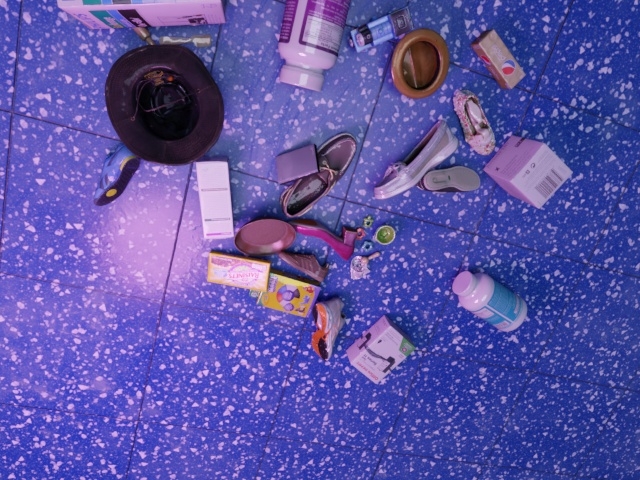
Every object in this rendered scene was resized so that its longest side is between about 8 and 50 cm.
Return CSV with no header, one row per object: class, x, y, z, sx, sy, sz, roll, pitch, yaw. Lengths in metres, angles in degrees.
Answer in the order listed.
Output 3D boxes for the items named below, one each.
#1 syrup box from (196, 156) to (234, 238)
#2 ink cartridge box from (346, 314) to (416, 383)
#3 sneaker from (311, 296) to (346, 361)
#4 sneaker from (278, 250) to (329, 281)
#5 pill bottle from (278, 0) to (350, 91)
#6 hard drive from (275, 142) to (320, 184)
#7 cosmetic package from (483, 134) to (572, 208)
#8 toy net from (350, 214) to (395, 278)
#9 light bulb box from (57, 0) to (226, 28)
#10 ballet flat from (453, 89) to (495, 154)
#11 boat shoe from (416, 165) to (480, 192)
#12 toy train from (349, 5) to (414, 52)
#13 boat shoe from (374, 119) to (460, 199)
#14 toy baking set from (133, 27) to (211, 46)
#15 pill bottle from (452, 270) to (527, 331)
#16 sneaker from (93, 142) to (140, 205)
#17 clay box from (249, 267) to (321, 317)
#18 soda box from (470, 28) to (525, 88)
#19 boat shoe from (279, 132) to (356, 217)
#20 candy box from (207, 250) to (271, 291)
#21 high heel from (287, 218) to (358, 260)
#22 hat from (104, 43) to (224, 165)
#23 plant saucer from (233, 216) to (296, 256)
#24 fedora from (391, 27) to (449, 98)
syrup box,-0.320,-0.131,1.367,0.096,0.093,0.237,-3,110,-8
ink cartridge box,0.222,0.405,1.652,0.153,0.087,0.208,41,100,-19
sneaker,0.042,0.318,1.591,0.120,0.099,0.263,-22,131,-33
sneaker,-0.055,0.070,1.508,0.188,0.066,0.071,32,86,-23
pill bottle,-0.022,-0.573,1.214,0.169,0.169,0.302,11,108,-13
hard drive,-0.069,-0.231,1.356,0.135,0.022,0.094,-14,72,21
cosmetic package,0.663,-0.226,1.440,0.151,0.184,0.151,35,101,-19
toy net,0.156,0.036,1.529,0.122,0.045,0.232,23,105,-16
light bulb box,-0.428,-0.716,1.052,0.360,0.225,0.359,-7,104,-7
ballet flat,0.497,-0.368,1.420,0.091,0.077,0.241,-37,112,4
boat shoe,0.425,-0.198,1.479,0.232,0.079,0.084,-4,85,-21
toy train,0.172,-0.599,1.268,0.184,0.105,0.080,-23,111,0
boat shoe,0.291,-0.249,1.415,0.320,0.118,0.103,-37,105,1
toy baking set,-0.423,-0.617,1.207,0.196,0.030,0.256,-32,111,3
pill bottle,0.604,0.211,1.611,0.264,0.146,0.146,32,102,-18
sneaker,-0.616,-0.195,1.321,0.082,0.069,0.209,46,109,12
clay box,-0.124,0.177,1.532,0.221,0.053,0.128,17,106,-15
soda box,0.546,-0.555,1.370,0.061,0.058,0.181,-44,111,8
boat shoe,-0.002,-0.199,1.391,0.324,0.097,0.116,-44,110,8
candy box,-0.269,0.102,1.469,0.205,0.027,0.105,10,109,4
high heel,0.000,0.000,1.481,0.243,0.082,0.117,8,112,-19
hat,-0.422,-0.363,1.245,0.330,0.134,0.332,0,91,-7
plant saucer,-0.178,-0.018,1.422,0.198,0.036,0.199,-8,147,-6
fedora,0.287,-0.524,1.324,0.194,0.079,0.195,-5,119,-8
